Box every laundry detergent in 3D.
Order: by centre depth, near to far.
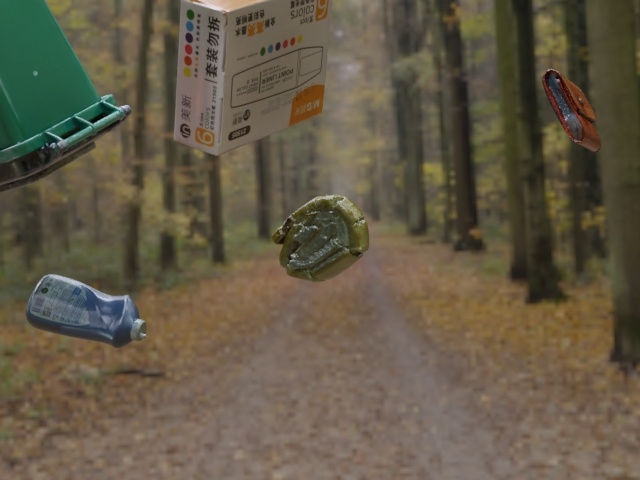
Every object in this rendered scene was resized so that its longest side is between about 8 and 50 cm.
[{"bbox_3d":[-0.368,0.120,2.223,0.206,0.096,0.061,15,-38,17],"label":"laundry detergent"}]

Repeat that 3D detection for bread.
[{"bbox_3d":[0.000,0.000,2.134,0.156,0.117,0.064,-40,-15,21],"label":"bread"}]

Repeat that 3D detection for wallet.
[{"bbox_3d":[0.465,-0.235,2.520,0.045,0.142,0.204,-26,-10,18],"label":"wallet"}]

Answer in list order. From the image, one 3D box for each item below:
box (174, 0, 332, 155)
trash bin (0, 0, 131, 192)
[{"bbox_3d":[-0.092,-0.262,1.973,0.091,0.221,0.274,20,31,28],"label":"box"},{"bbox_3d":[-0.511,-0.277,2.140,0.295,0.381,0.259,-12,18,37],"label":"trash bin"}]
